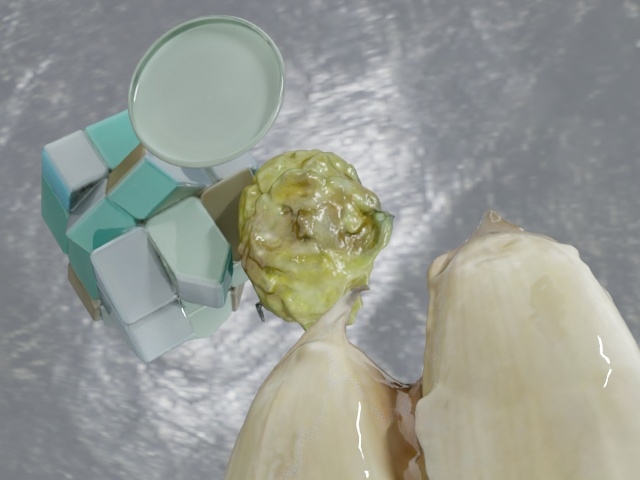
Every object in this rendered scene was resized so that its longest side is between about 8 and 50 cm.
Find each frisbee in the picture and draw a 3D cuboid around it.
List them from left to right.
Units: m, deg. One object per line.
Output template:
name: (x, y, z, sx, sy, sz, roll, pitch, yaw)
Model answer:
frisbee: (-0.074, -0.097, 1.160, 0.110, 0.110, 0.014, -64, 157, -13)

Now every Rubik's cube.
Rubik's cube: (-0.142, -0.014, 1.735, 0.224, 0.265, 0.213, -26, 68, -20)

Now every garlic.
garlic: (0.088, 0.164, 1.053, 0.249, 0.286, 0.313, -56, 141, -42)

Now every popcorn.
popcorn: (-0.011, 0.003, 1.630, 0.142, 0.173, 0.173, -13, 95, -14)
